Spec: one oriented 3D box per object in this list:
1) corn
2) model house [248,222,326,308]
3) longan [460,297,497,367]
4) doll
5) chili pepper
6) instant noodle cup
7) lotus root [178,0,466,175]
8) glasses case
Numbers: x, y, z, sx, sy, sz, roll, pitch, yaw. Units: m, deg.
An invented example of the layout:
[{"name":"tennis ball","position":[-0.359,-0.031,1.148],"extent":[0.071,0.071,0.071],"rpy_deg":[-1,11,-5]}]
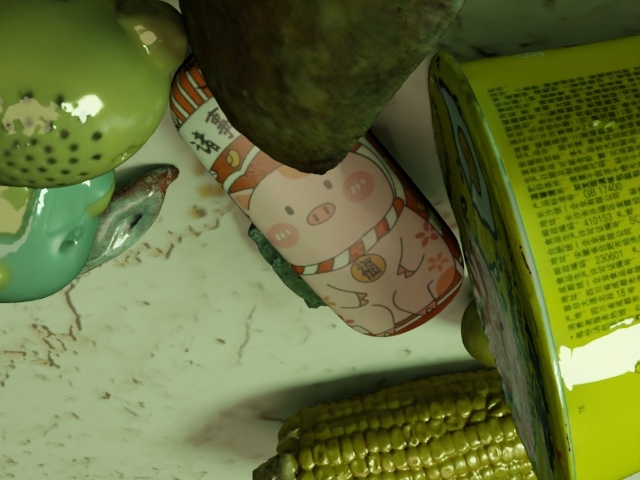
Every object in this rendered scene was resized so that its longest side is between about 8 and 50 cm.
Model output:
[{"name":"corn","position":[0.096,0.172,1.573],"extent":[0.321,0.119,0.119],"rpy_deg":[-12,139,7]},{"name":"model house","position":[0.000,0.000,1.419],"extent":[0.078,0.066,0.083],"rpy_deg":[-23,119,35]},{"name":"longan","position":[0.148,0.074,1.489],"extent":[0.075,0.083,0.075],"rpy_deg":[-8,129,-10]},{"name":"doll","position":[-0.200,-0.078,1.223],"extent":[0.177,0.162,0.261],"rpy_deg":[13,139,-17]},{"name":"chili pepper","position":[-0.162,-0.006,1.402],"extent":[0.153,0.041,0.050],"rpy_deg":[-30,176,26]},{"name":"instant noodle cup","position":[0.233,-0.004,1.258],"extent":[0.254,0.326,0.326],"rpy_deg":[-16,139,-1]},{"name":"lotus root","position":[-0.015,-0.165,1.065],"extent":[0.142,0.210,0.314],"rpy_deg":[19,148,-15]},{"name":"glasses case","position":[0.000,-0.038,1.324],"extent":[0.103,0.067,0.267],"rpy_deg":[-37,117,11]}]
